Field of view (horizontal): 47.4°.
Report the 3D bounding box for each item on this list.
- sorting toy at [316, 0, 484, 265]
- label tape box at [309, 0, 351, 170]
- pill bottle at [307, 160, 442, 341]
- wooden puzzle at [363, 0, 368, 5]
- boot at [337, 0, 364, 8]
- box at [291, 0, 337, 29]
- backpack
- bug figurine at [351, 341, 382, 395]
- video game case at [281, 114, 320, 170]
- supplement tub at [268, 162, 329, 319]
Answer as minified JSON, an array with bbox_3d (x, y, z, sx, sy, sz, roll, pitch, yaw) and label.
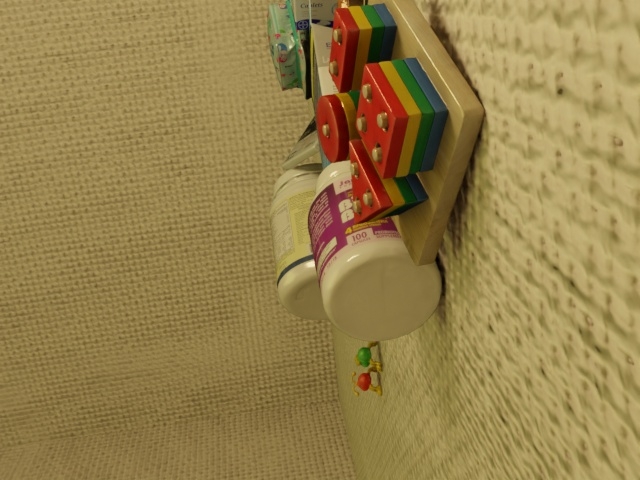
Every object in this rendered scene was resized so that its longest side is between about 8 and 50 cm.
[{"bbox_3d":[0.071,-0.136,0.870,0.255,0.089,0.257,97,156,-51],"label":"sorting toy"},{"bbox_3d":[0.046,-0.268,1.438,0.249,0.115,0.347,89,175,-62],"label":"label tape box"},{"bbox_3d":[0.069,-0.004,1.105,0.301,0.169,0.169,-103,6,-55],"label":"pill bottle"},{"bbox_3d":[0.093,-0.286,1.138,0.238,0.044,0.221,-101,6,-49],"label":"wooden puzzle"},{"bbox_3d":[0.056,-0.411,1.303,0.152,0.073,0.197,-106,21,-61],"label":"boot"},{"bbox_3d":[0.004,-0.506,1.472,0.137,0.126,0.072,86,176,-53],"label":"box"},{"bbox_3d":[-0.027,-0.478,1.692,0.225,0.191,0.253,89,178,-70],"label":"backpack"},{"bbox_3d":[0.106,0.266,1.922,0.216,0.072,0.279,90,173,-64],"label":"bug figurine"},{"bbox_3d":[-0.008,-0.256,1.727,0.173,0.022,0.190,-59,17,-21],"label":"video game case"},{"bbox_3d":[0.000,0.000,1.740,0.235,0.235,0.324,87,175,-54],"label":"supplement tub"}]
